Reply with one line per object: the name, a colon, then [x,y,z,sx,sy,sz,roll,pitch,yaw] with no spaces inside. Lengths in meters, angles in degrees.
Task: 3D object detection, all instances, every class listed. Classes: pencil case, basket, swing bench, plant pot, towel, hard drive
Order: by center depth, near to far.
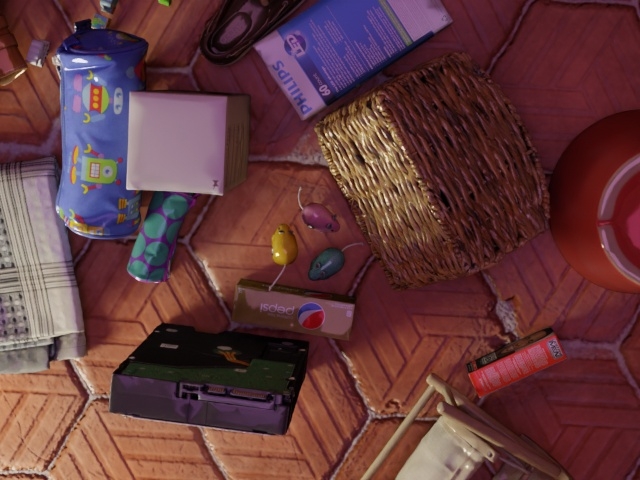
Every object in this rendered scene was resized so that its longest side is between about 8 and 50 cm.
plant pot: [0.463,-0.042,1.738,0.275,0.243,0.274,0,98,3]
hard drive: [-0.144,0.190,1.757,0.237,0.339,0.064,7,97,2]
pencil case: [-0.317,-0.155,1.798,0.133,0.119,0.306,-1,114,-13]
basket: [0.170,-0.104,1.825,0.213,0.223,0.299,-31,95,-26]
swing bench: [0.202,0.381,1.852,0.255,0.165,0.253,35,97,-6]
pencil case: [-0.235,-0.012,1.876,0.070,0.064,0.151,22,99,17]
towel: [-0.524,0.052,1.907,0.312,0.056,0.324,-8,97,5]

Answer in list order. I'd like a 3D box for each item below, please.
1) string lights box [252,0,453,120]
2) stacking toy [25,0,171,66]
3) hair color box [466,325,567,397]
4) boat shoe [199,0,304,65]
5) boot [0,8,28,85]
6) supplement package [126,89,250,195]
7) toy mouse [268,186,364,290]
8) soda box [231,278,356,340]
string lights box: [0.047,-0.298,1.815,0.260,0.077,0.133,-33,94,7]
stacking toy: [-0.319,-0.326,1.852,0.167,0.052,0.221,22,96,-1]
hair color box: [0.290,0.179,1.862,0.141,0.072,0.043,-25,95,5]
boat shoe: [-0.077,-0.355,1.806,0.095,0.095,0.257,37,98,-1]
boot: [-0.491,-0.340,1.814,0.283,0.109,0.220,-36,84,13]
supplement package: [-0.181,-0.143,1.765,0.139,0.244,0.133,3,97,3]
toy mouse: [0.000,0.000,1.861,0.143,0.031,0.161,6,78,-11]
soda box: [-0.039,0.103,1.878,0.181,0.061,0.058,9,98,3]
